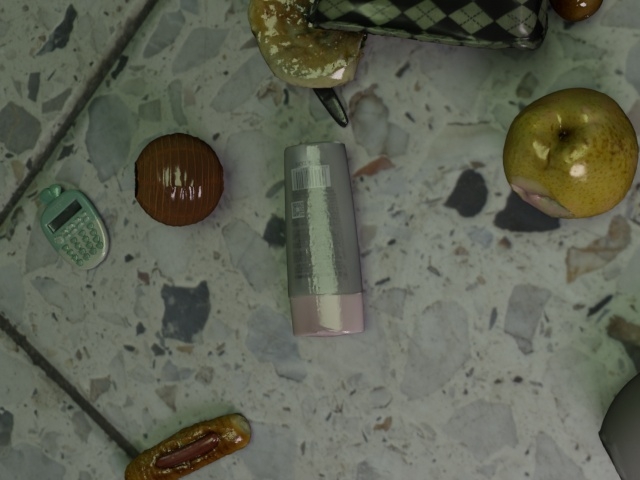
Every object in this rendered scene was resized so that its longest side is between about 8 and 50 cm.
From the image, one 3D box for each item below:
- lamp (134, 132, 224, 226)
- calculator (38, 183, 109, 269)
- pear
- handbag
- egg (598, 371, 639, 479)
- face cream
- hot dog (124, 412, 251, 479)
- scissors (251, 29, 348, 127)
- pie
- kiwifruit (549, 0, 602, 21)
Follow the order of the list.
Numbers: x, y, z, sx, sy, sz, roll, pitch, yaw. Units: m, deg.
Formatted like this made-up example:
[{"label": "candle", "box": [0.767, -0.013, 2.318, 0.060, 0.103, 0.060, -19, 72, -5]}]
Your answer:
[{"label": "lamp", "box": [-0.204, -0.087, 1.333, 0.136, 0.136, 0.136, -1, 87, 19]}, {"label": "calculator", "box": [-0.389, -0.024, 1.451, 0.095, 0.021, 0.153, -39, 77, 13]}, {"label": "pear", "box": [0.308, -0.107, 1.144, 0.178, 0.178, 0.178, -1, 87, 19]}, {"label": "handbag", "box": [0.127, -0.449, 1.127, 0.317, 0.180, 0.416, 5, 114, 20]}, {"label": "egg", "box": [0.447, 0.215, 1.076, 0.232, 0.176, 0.176, -32, 78, 12]}, {"label": "face cream", "box": [0.000, 0.000, 1.291, 0.107, 0.073, 0.269, -6, 85, 23]}, {"label": "hot dog", "box": [-0.201, 0.312, 1.359, 0.216, 0.047, 0.066, -26, 77, 16]}, {"label": "scissors", "box": [-0.019, -0.255, 1.339, 0.088, 0.017, 0.220, -34, 78, 10]}, {"label": "pie", "box": [-0.010, -0.321, 1.308, 0.185, 0.052, 0.218, 14, 87, 12]}, {"label": "kiwifruit", "box": [0.325, -0.343, 1.197, 0.075, 0.075, 0.124, -19, 78, 17]}]
